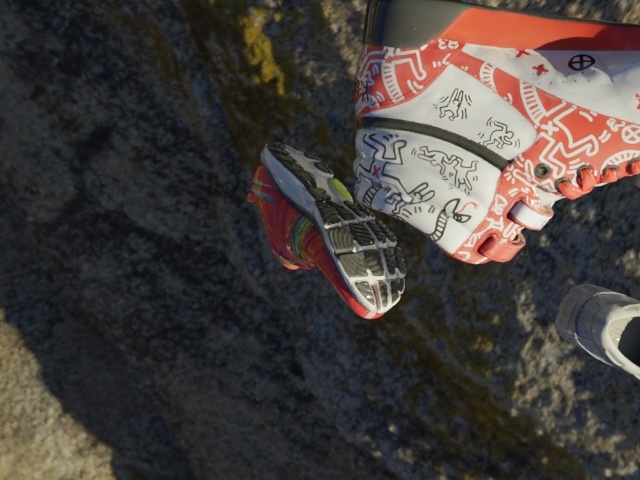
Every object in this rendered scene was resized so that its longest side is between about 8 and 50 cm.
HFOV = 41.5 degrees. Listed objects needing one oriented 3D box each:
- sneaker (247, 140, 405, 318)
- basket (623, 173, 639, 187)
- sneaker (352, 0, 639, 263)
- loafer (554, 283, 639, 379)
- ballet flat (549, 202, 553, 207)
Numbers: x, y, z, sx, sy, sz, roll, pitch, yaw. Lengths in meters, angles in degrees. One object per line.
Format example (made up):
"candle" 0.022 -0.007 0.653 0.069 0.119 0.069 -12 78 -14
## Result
"sneaker" 0.000 0.000 1.015 0.279 0.107 0.118 55 128 35
"basket" 0.561 -0.200 1.350 0.205 0.154 0.226 -10 141 -6
"sneaker" 0.147 -0.053 0.485 0.270 0.090 0.144 12 107 16
"loafer" 0.446 0.144 1.070 0.320 0.111 0.112 19 96 -19
"ballet flat" 0.426 -0.104 1.581 0.041 0.041 0.114 10 105 25
